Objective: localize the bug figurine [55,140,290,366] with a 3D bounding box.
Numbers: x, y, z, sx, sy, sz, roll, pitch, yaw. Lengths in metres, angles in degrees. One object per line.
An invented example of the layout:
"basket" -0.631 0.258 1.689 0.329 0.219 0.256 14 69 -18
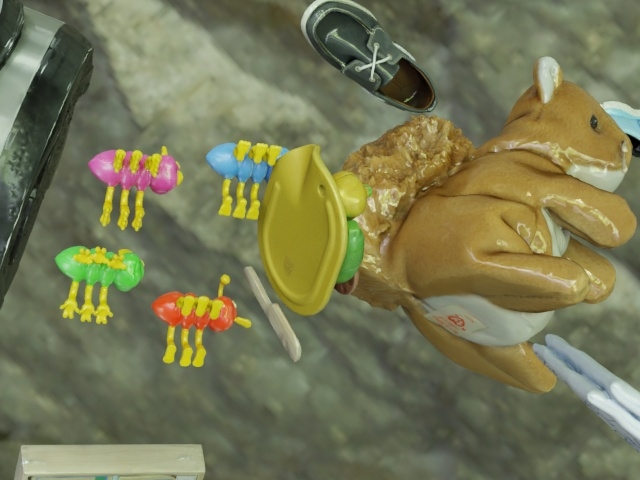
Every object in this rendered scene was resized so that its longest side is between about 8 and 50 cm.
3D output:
"bug figurine" -0.142 -0.008 1.560 0.216 0.279 0.072 11 33 -20

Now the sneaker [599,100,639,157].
"sneaker" 0.445 -0.141 2.157 0.063 0.162 0.073 121 -31 -55

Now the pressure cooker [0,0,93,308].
"pressure cooker" -0.495 -0.126 1.691 0.420 0.375 0.370 21 -4 -6

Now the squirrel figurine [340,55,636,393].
"squirrel figurine" 0.201 -0.062 1.958 0.397 0.370 0.281 16 -29 16

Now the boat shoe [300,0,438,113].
"boat shoe" 0.067 -0.233 1.980 0.233 0.084 0.079 35 6 -44

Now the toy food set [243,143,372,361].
"toy food set" 0.000 0.000 1.524 0.128 0.071 0.218 54 -37 30

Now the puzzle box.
"puzzle box" -0.348 0.447 2.404 0.409 0.272 0.052 110 -24 -45

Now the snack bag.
"snack bag" 0.328 0.209 1.296 0.342 0.037 0.323 40 1 -3
